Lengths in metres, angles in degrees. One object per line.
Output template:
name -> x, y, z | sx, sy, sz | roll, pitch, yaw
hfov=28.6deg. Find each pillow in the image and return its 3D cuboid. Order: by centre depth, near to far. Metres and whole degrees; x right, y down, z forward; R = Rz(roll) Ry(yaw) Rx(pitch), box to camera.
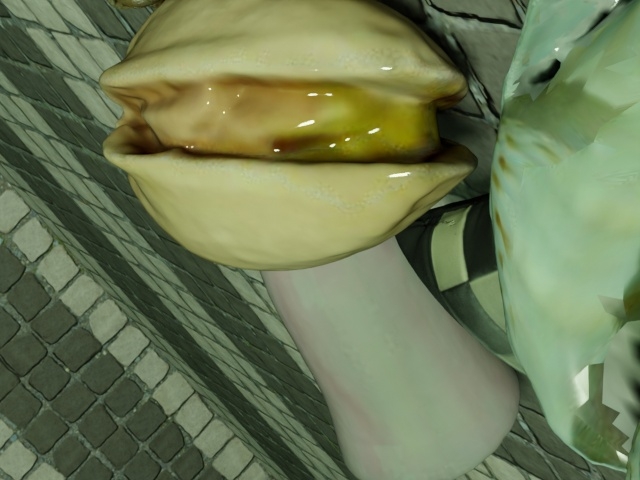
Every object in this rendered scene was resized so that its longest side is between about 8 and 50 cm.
pillow -> 0.159, 0.023, 0.733 | 0.186, 0.106, 0.250 | 38, 160, -8

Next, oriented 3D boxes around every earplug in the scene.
earplug -> 0.035, 0.044, 1.034 | 0.172, 0.172, 0.301 | 22, 146, 53

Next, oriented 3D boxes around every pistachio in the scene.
pistachio -> -0.024, -0.074, 0.810 | 0.318, 0.214, 0.193 | 12, 105, 53

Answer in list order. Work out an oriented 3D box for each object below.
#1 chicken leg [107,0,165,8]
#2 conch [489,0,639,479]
chicken leg -> -0.122, -0.198, 0.869 | 0.085, 0.069, 0.198 | 63, -179, -2
conch -> 0.201, 0.008, 0.394 | 0.303, 0.215, 0.319 | 60, 146, 33
